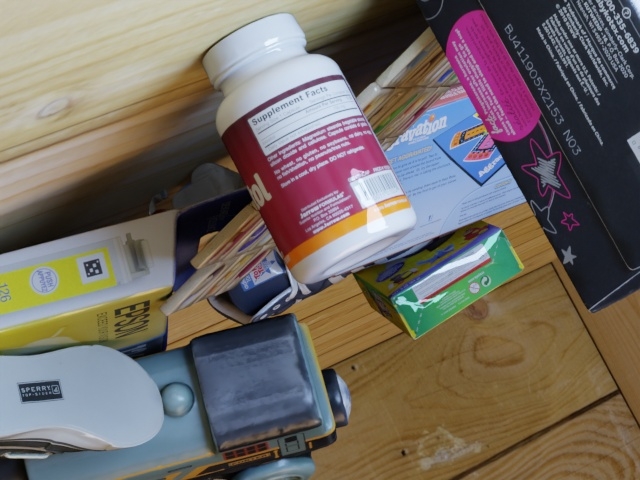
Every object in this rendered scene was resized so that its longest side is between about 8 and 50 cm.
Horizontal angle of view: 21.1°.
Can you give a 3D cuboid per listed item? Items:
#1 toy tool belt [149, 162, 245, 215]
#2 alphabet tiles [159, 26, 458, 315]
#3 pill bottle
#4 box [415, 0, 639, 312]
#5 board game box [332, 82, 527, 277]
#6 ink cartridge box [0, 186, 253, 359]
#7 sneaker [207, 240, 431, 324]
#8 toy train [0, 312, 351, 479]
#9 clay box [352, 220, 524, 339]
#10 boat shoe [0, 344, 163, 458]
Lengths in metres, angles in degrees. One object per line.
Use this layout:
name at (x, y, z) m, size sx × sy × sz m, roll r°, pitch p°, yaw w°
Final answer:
toy tool belt at (-0.089, -0.028, 1.349) m, size 0.083 × 0.052 × 0.051 m, roll -31°, pitch 163°, yaw 30°
alphabet tiles at (0.029, -0.072, 1.239) m, size 0.342 × 0.011 × 0.285 m, roll -44°, pitch 175°, yaw 13°
pill bottle at (-0.011, -0.057, 1.050) m, size 0.086 × 0.152 × 0.086 m, roll -27°, pitch 172°, yaw -4°
box at (0.193, -0.112, 1.025) m, size 0.142 × 0.247 × 0.163 m, roll -24°, pitch 172°, yaw -35°
board game box at (0.111, -0.070, 1.541) m, size 0.281 × 0.027 × 0.145 m, roll -20°, pitch 132°, yaw -42°
ink cartridge box at (-0.188, 0.056, 1.312) m, size 0.307 × 0.072 × 0.303 m, roll -12°, pitch 169°, yaw -9°
sneaker at (0.000, 0.000, 1.656) m, size 0.153 × 0.099 × 0.282 m, roll -22°, pitch 174°, yaw -46°
toy train at (-0.138, 0.156, 1.422) m, size 0.334 × 0.142 × 0.190 m, roll -13°, pitch 160°, yaw -3°
clay box at (0.108, 0.027, 1.711) m, size 0.127 × 0.053 × 0.222 m, roll -32°, pitch -168°, yaw -6°
boat shoe at (-0.208, 0.119, 1.250) m, size 0.070 × 0.078 × 0.219 m, roll -23°, pitch 159°, yaw 35°
